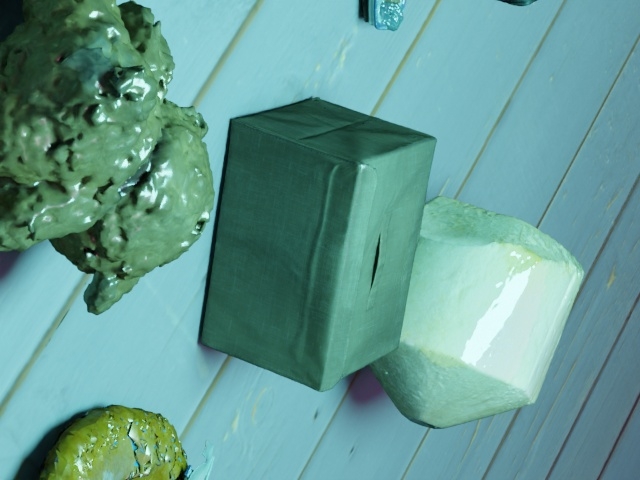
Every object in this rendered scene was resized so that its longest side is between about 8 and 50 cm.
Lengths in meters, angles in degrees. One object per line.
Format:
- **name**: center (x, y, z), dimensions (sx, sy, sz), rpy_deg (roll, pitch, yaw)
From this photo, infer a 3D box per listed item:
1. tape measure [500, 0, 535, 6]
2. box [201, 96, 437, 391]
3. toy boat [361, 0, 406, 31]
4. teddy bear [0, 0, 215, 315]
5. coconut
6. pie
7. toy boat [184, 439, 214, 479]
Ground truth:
- **tape measure**: center (0.171, -0.361, 1.643), dimensions (0.149, 0.245, 0.231), rpy_deg (-21, 144, 0)
- **box**: center (0.000, 0.000, 1.638), dimensions (0.149, 0.155, 0.231), rpy_deg (-22, 126, -55)
- **toy boat**: center (0.082, -0.276, 1.700), dimensions (0.059, 0.066, 0.140), rpy_deg (-12, 117, -54)
- **teddy bear**: center (-0.171, -0.072, 1.287), dimensions (0.267, 0.156, 0.256), rpy_deg (-60, 152, -22)
- **coconut**: center (0.156, 0.093, 1.906), dimensions (0.244, 0.239, 0.239), rpy_deg (-64, 152, -10)
- **pie**: center (-0.196, 0.268, 1.551), dimensions (0.273, 0.069, 0.273), rpy_deg (15, 90, -73)
- **toy boat**: center (-0.124, 0.260, 1.590), dimensions (0.105, 0.034, 0.149), rpy_deg (36, 71, -75)
